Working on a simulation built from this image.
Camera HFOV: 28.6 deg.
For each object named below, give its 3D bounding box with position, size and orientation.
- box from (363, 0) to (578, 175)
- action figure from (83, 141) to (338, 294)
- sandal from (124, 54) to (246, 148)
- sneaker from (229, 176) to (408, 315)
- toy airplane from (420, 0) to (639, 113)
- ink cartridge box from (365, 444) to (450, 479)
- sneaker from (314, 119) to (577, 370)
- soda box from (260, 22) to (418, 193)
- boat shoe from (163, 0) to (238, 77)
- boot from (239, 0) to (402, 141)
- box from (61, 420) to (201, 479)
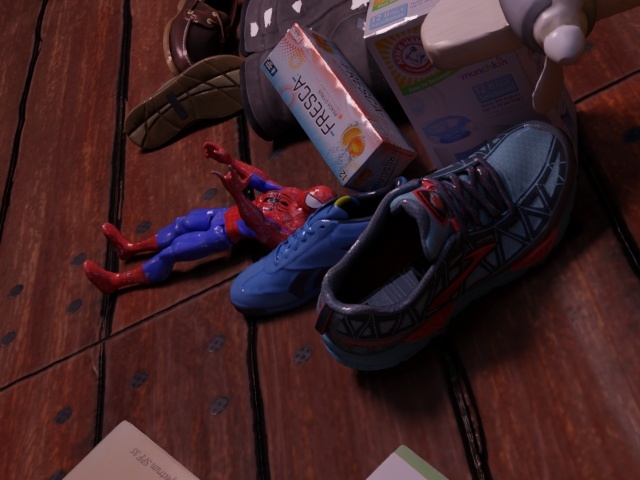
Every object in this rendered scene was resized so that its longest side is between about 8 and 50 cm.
[{"bbox_3d":[0.133,-0.142,1.079,0.114,0.203,0.103,-17,37,24],"label":"box"},{"bbox_3d":[-0.120,-0.034,1.221,0.280,0.139,0.091,-11,40,26],"label":"action figure"},{"bbox_3d":[-0.150,-0.167,1.481,0.180,0.072,0.049,-26,12,18],"label":"sandal"},{"bbox_3d":[0.000,0.000,1.122,0.209,0.082,0.069,-22,37,19],"label":"sneaker"},{"bbox_3d":[0.309,-0.220,0.854,0.384,0.272,0.386,29,83,28],"label":"toy airplane"},{"bbox_3d":[0.026,0.257,0.797,0.235,0.056,0.171,-44,34,-10],"label":"ink cartridge box"},{"bbox_3d":[0.104,-0.005,0.983,0.262,0.125,0.104,-44,65,-8],"label":"sneaker"},{"bbox_3d":[0.016,-0.127,1.215,0.063,0.058,0.183,-48,53,22],"label":"soda box"},{"bbox_3d":[-0.148,-0.272,1.595,0.073,0.073,0.207,-22,35,20],"label":"boat shoe"},{"bbox_3d":[0.014,-0.282,1.347,0.223,0.118,0.338,-6,65,34],"label":"boot"},{"bbox_3d":[-0.186,0.292,0.866,0.311,0.121,0.148,-45,36,-18],"label":"box"}]
